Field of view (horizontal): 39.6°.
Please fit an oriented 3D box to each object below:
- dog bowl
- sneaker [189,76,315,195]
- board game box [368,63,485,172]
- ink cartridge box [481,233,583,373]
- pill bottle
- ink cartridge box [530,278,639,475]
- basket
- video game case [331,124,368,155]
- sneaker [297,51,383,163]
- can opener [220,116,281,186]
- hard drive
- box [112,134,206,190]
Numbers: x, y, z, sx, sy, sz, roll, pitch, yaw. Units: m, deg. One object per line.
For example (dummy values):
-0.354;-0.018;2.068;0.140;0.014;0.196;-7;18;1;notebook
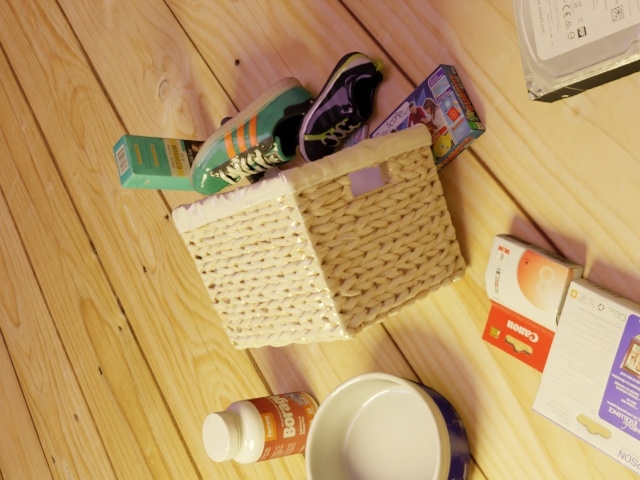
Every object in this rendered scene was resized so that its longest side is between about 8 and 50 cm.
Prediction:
0.108;0.356;1.470;0.265;0.104;0.264;-14;66;34;dog bowl
-0.128;-0.181;1.740;0.302;0.108;0.121;-43;59;10;sneaker
0.174;-0.181;1.497;0.201;0.035;0.136;-42;60;42;board game box
0.304;0.096;1.340;0.145;0.045;0.179;29;110;47;ink cartridge box
-0.112;0.362;1.710;0.121;0.216;0.121;2;93;50;pill bottle
0.404;0.185;1.217;0.206;0.045;0.208;30;112;46;ink cartridge box
0.000;0.000;1.450;0.331;0.328;0.266;-12;98;49;basket
0.042;-0.179;1.675;0.122;0.011;0.087;15;102;49;video game case
0.039;-0.230;1.607;0.097;0.084;0.234;43;116;41;sneaker
-0.146;-0.152;1.835;0.283;0.095;0.076;49;126;30;can opener
0.409;-0.345;1.190;0.339;0.064;0.236;-14;80;49;hard drive
-0.320;-0.165;1.929;0.060;0.244;0.100;-36;63;44;box
